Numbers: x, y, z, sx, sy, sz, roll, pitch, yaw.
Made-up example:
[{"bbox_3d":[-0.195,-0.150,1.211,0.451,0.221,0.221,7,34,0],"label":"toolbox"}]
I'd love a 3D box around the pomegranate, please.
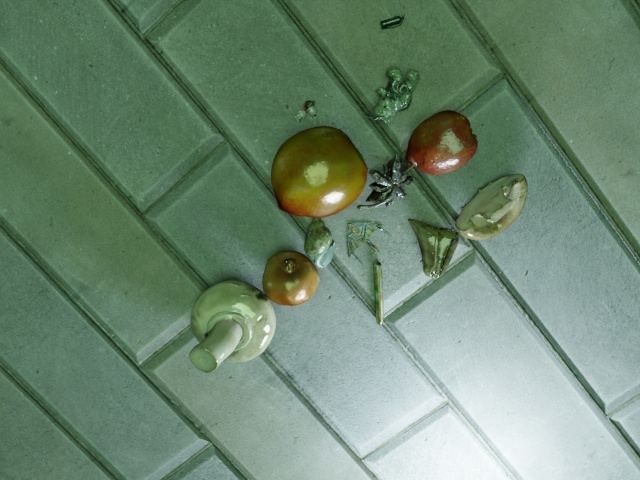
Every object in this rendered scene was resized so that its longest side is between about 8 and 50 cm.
[{"bbox_3d":[-0.114,0.138,1.685,0.209,0.209,0.209,0,102,2],"label":"pomegranate"}]

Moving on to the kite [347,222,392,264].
[{"bbox_3d":[0.159,-0.009,1.735,0.160,0.010,0.183,43,100,-7],"label":"kite"}]

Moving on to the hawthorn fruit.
[{"bbox_3d":[0.387,-0.312,1.563,0.262,0.210,0.210,-29,100,15],"label":"hawthorn fruit"}]

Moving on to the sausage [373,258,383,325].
[{"bbox_3d":[0.222,0.200,1.767,0.033,0.033,0.269,-4,102,3],"label":"sausage"}]

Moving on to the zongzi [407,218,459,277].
[{"bbox_3d":[0.385,0.028,1.695,0.197,0.099,0.194,20,102,9],"label":"zongzi"}]

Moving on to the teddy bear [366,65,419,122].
[{"bbox_3d":[0.247,-0.479,1.583,0.133,0.111,0.213,33,93,37],"label":"teddy bear"}]

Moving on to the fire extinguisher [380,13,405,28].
[{"bbox_3d":[0.245,-0.734,1.565,0.083,0.025,0.038,-16,139,6],"label":"fire extinguisher"}]

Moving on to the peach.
[{"bbox_3d":[-0.015,-0.218,1.550,0.332,0.308,0.307,-36,99,4],"label":"peach"}]

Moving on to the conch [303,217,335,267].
[{"bbox_3d":[-0.008,0.013,1.702,0.116,0.106,0.173,-31,125,-26],"label":"conch"}]

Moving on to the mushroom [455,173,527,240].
[{"bbox_3d":[0.620,-0.098,1.637,0.286,0.156,0.151,-42,117,9],"label":"mushroom"}]

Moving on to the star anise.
[{"bbox_3d":[0.235,-0.188,1.629,0.209,0.089,0.231,18,106,-31],"label":"star anise"}]

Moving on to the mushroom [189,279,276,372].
[{"bbox_3d":[-0.339,0.326,1.714,0.315,0.315,0.356,38,67,-6],"label":"mushroom"}]

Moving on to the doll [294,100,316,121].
[{"bbox_3d":[-0.054,-0.456,1.632,0.085,0.040,0.058,-16,112,5],"label":"doll"}]
